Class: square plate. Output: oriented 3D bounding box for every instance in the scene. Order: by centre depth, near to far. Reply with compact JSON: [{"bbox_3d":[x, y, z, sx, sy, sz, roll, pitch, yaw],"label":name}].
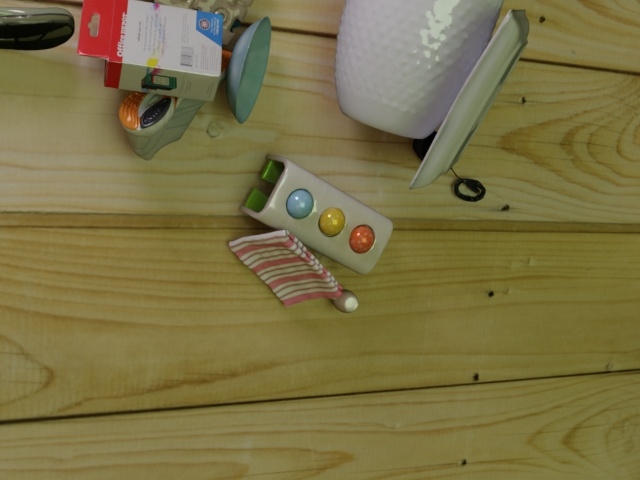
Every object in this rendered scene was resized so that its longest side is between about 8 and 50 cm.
[{"bbox_3d":[0.288,-0.260,1.814,0.049,0.344,0.347,32,109,7],"label":"square plate"}]

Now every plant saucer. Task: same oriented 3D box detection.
[{"bbox_3d":[-0.133,-0.304,1.749,0.038,0.195,0.194,16,96,5],"label":"plant saucer"}]

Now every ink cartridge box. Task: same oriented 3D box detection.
[{"bbox_3d":[-0.283,-0.319,1.642,0.231,0.078,0.134,7,61,-14],"label":"ink cartridge box"}]

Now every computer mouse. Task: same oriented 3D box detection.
[{"bbox_3d":[0.270,-0.155,2.079,0.071,0.041,0.242,-49,127,0],"label":"computer mouse"}]

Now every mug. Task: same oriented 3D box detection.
[{"bbox_3d":[0.191,-0.369,1.864,0.374,0.276,0.328,-5,117,-59],"label":"mug"}]

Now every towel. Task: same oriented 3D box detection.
[{"bbox_3d":[-0.065,0.055,1.877,0.197,0.144,0.029,47,47,-33],"label":"towel"}]

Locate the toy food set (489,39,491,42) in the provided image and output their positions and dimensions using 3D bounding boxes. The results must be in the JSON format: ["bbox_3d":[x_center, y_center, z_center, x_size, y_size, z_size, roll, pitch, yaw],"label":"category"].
[{"bbox_3d":[0.317,-0.406,2.045,0.082,0.020,0.083,-41,119,-14],"label":"toy food set"}]

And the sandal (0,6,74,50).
[{"bbox_3d":[-0.538,-0.352,1.539,0.303,0.120,0.086,-4,77,-30],"label":"sandal"}]

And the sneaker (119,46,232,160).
[{"bbox_3d":[-0.250,-0.245,1.738,0.262,0.099,0.121,-44,158,-29],"label":"sneaker"}]

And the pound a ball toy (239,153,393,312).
[{"bbox_3d":[0.000,0.000,1.904,0.319,0.136,0.208,29,87,-31],"label":"pound a ball toy"}]

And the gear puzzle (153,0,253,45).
[{"bbox_3d":[-0.265,-0.477,1.691,0.339,0.044,0.175,27,90,-29],"label":"gear puzzle"}]
